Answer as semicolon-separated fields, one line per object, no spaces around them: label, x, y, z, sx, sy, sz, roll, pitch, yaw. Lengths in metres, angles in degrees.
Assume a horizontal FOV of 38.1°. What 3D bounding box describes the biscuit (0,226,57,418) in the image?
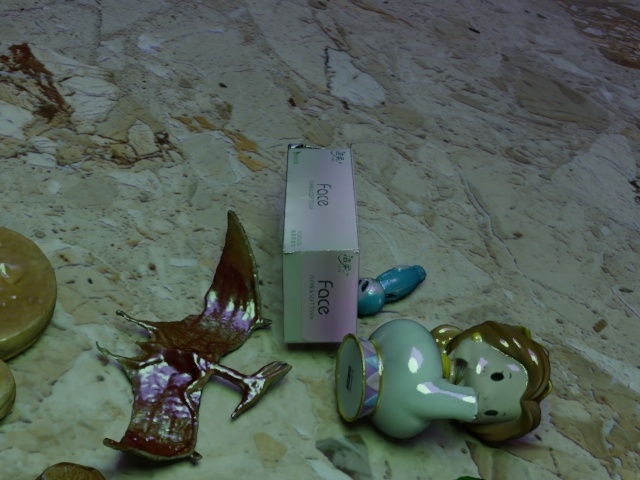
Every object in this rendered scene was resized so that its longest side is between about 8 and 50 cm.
biscuit;-0.438;0.101;1.002;0.275;0.052;0.355;22;39;5

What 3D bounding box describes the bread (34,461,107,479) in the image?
bread;-0.244;0.259;0.892;0.085;0.053;0.085;27;34;-20

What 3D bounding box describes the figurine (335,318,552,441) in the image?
figurine;0.155;0.159;1.082;0.264;0.142;0.189;2;20;-18

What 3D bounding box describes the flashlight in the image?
flashlight;0.091;0.063;1.240;0.129;0.051;0.051;-18;51;-43

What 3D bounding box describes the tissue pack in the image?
tissue pack;0.000;0.000;1.168;0.093;0.148;0.246;0;35;-1

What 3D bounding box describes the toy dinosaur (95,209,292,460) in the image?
toy dinosaur;-0.152;0.122;1.036;0.207;0.112;0.327;38;46;23

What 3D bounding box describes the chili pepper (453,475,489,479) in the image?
chili pepper;0.181;0.318;0.889;0.385;0.167;0.213;-5;47;-26
